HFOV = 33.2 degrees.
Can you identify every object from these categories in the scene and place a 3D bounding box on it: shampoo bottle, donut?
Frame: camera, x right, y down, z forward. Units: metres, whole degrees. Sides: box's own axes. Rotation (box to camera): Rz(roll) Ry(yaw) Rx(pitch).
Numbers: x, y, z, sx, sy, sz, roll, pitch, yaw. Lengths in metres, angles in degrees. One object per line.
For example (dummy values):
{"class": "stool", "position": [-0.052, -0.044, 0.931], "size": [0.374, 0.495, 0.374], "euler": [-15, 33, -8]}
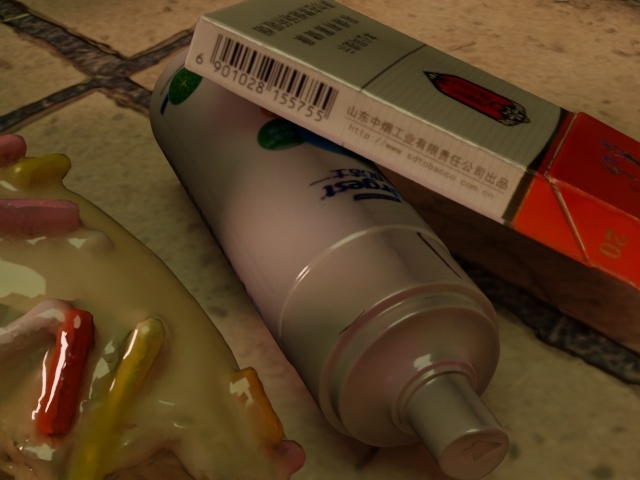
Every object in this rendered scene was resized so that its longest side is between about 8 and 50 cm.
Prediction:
{"class": "shampoo bottle", "position": [0.000, 0.000, 0.524], "size": [0.092, 0.092, 0.303], "euler": [-17, 39, -16]}
{"class": "donut", "position": [-0.193, 0.092, 0.327], "size": [0.307, 0.150, 0.371], "euler": [39, 53, 14]}

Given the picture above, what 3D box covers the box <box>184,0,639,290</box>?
{"class": "box", "position": [0.066, -0.063, 0.554], "size": [0.245, 0.035, 0.139], "euler": [27, 25, 10]}
